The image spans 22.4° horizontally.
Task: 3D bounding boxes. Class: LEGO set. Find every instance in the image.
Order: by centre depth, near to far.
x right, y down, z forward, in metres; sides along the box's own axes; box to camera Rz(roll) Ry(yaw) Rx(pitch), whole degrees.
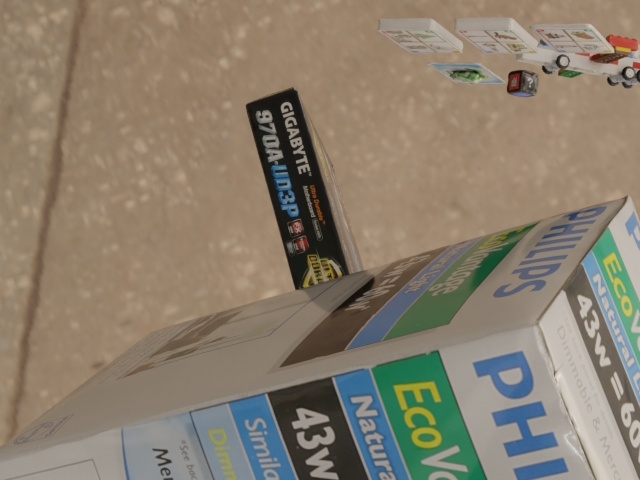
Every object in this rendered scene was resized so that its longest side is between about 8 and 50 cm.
[{"bbox_3d":[0.179,-0.168,1.374,0.182,0.060,0.244,3,173,26],"label":"LEGO set"}]

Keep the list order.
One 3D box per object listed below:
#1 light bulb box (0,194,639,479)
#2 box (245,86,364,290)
[{"bbox_3d":[0.058,0.206,0.977,0.361,0.225,0.358,-17,101,27],"label":"light bulb box"},{"bbox_3d":[0.000,0.000,1.422,0.051,0.220,0.175,-18,156,5],"label":"box"}]
